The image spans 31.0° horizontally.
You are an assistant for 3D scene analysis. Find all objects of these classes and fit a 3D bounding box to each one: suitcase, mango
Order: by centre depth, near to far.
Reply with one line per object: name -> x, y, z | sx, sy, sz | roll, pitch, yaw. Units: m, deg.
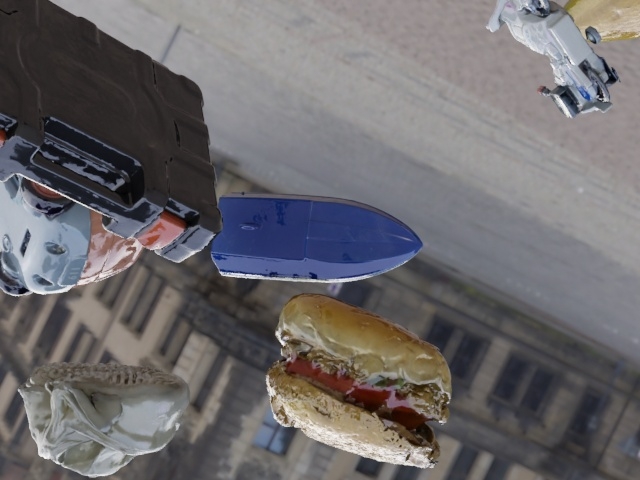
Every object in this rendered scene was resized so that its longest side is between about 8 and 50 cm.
suitcase -> -0.212, -0.113, 0.985 | 0.285, 0.066, 0.206 | 28, -144, -38
mango -> 0.517, -0.398, 1.834 | 0.176, 0.119, 0.317 | 20, 147, -40

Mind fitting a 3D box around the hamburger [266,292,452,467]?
hamburger -> 0.049, 0.167, 1.374 | 0.244, 0.163, 0.244 | 19, 165, 6

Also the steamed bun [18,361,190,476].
steamed bun -> -0.288, 0.239, 1.520 | 0.218, 0.144, 0.211 | 3, 180, -17

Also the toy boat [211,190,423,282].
toy boat -> 0.000, 0.000, 1.648 | 0.295, 0.129, 0.088 | 3, 162, 10

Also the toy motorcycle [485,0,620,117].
toy motorcycle -> 0.306, -0.264, 1.529 | 0.221, 0.102, 0.150 | 51, 175, -18

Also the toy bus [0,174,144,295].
toy bus -> -0.341, -0.073, 1.550 | 0.232, 0.194, 0.287 | -9, -125, -35
